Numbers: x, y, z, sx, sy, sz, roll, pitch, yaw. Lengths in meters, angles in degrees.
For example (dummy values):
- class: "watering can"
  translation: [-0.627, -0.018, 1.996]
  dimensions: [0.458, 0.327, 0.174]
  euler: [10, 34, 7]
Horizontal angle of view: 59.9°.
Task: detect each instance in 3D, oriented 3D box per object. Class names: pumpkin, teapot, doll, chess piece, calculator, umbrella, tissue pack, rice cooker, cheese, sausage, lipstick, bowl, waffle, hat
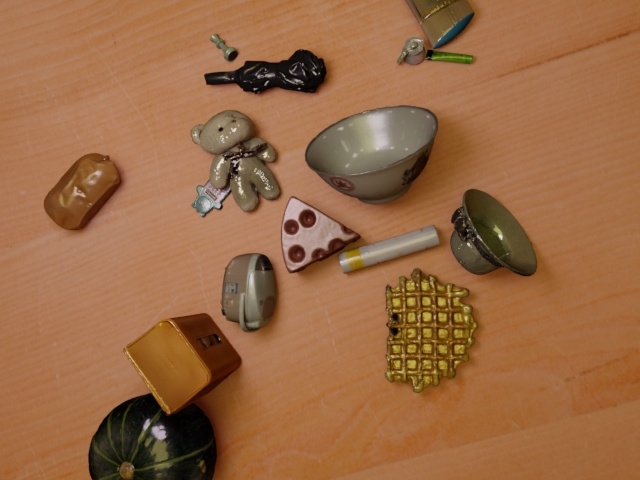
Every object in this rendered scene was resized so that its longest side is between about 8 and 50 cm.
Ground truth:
- class: "pumpkin"
  translation: [-0.418, 0.541, 1.397]
  dimensions: [0.323, 0.241, 0.323]
  euler: [2, 96, 18]
- class: "teapot"
  translation: [0.240, -0.502, 1.480]
  dimensions: [0.083, 0.064, 0.064]
  euler: [-34, 81, 4]
- class: "doll"
  translation: [-0.212, -0.221, 1.492]
  dimensions: [0.175, 0.149, 0.278]
  euler: [-32, 96, -34]
- class: "chess piece"
  translation: [-0.277, -0.549, 1.568]
  dimensions: [0.042, 0.042, 0.093]
  euler: [-44, 77, 3]
- class: "calculator"
  translation: [-0.300, -0.132, 1.551]
  dimensions: [0.094, 0.019, 0.141]
  euler: [42, 92, 6]
- class: "umbrella"
  translation: [-0.153, -0.451, 1.515]
  dimensions: [0.340, 0.118, 0.118]
  euler: [1, 86, 12]
- class: "tissue pack"
  translation: [-0.333, 0.292, 1.397]
  dimensions: [0.145, 0.274, 0.194]
  euler: [-40, 83, 2]
- class: "rice cooker"
  translation: [-0.186, 0.134, 1.455]
  dimensions: [0.127, 0.145, 0.206]
  euler: [6, 90, 20]
- class: "cheese"
  translation: [-0.026, 0.010, 1.455]
  dimensions: [0.203, 0.128, 0.177]
  euler: [31, 92, 5]
- class: "sausage"
  translation: [-0.661, -0.139, 1.550]
  dimensions: [0.241, 0.120, 0.136]
  euler: [-45, 93, 2]
- class: "lipstick"
  translation: [0.179, 0.024, 1.454]
  dimensions: [0.264, 0.059, 0.059]
  euler: [-17, 84, 7]
- class: "bowl"
  translation: [0.140, -0.195, 1.399]
  dimensions: [0.337, 0.337, 0.157]
  euler: [-16, 124, 6]
- class: "waffle"
  translation: [0.259, 0.226, 1.428]
  dimensions: [0.283, 0.065, 0.309]
  euler: [44, 89, 6]
- class: "hat"
  translation: [0.400, 0.011, 1.375]
  dimensions: [0.257, 0.257, 0.130]
  euler: [52, 125, 8]

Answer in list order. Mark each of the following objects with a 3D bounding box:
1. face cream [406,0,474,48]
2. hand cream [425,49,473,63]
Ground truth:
- class: "face cream"
  translation: [0.296, -0.663, 1.482]
  dimensions: [0.139, 0.067, 0.285]
  euler: [-27, 82, 6]
- class: "hand cream"
  translation: [0.344, -0.490, 1.485]
  dimensions: [0.122, 0.023, 0.036]
  euler: [10, 67, 9]
